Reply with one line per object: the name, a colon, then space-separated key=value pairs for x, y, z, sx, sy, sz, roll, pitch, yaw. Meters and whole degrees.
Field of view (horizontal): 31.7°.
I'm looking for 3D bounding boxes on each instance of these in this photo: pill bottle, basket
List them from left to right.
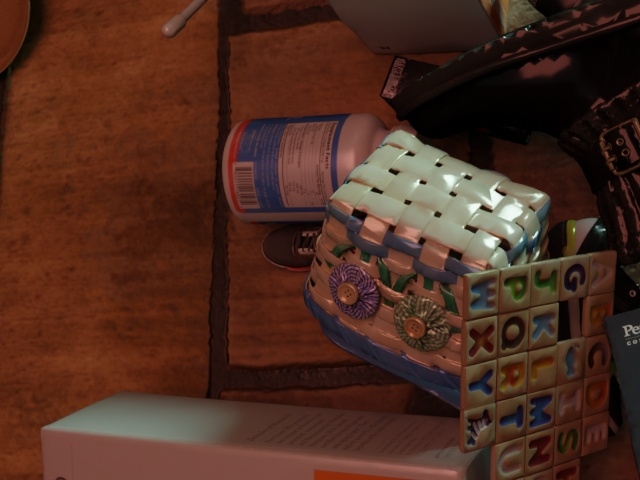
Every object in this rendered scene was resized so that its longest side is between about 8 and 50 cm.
pill bottle: x=0.012 y=-0.080 z=1.271 sx=0.221 sy=0.124 sz=0.124 roll=0 pitch=77 yaw=21
basket: x=0.104 y=0.053 z=1.136 sx=0.255 sy=0.289 sz=0.201 roll=24 pitch=54 yaw=25

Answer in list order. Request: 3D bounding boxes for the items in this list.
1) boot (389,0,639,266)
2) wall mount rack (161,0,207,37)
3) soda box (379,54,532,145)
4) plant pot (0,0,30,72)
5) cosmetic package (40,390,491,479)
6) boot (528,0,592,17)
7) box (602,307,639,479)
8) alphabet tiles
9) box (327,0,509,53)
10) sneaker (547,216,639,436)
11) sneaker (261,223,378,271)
boot: x=0.254 y=-0.093 z=1.120 sx=0.348 sy=0.131 sz=0.260 roll=-16 pitch=98 yaw=34
wall mount rack: x=-0.203 y=-0.400 z=1.384 sx=0.350 sy=0.130 sz=0.304 roll=23 pitch=82 yaw=9
soda box: x=0.157 y=-0.158 z=1.266 sx=0.169 sy=0.060 sz=0.053 roll=19 pitch=86 yaw=24
plant pot: x=-0.494 y=-0.331 z=1.542 sx=0.236 sy=0.032 sz=0.236 roll=4 pitch=104 yaw=17
cosmetic package: x=-0.050 y=0.295 z=1.151 sx=0.453 sy=0.161 sz=0.230 roll=0 pitch=97 yaw=23
boot: x=0.351 y=-0.274 z=1.201 sx=0.246 sy=0.094 sz=0.207 roll=-36 pitch=78 yaw=-5
box: x=0.445 y=0.190 z=0.939 sx=0.343 sy=0.179 sz=0.312 roll=-16 pitch=45 yaw=18
alphabet tiles: x=0.200 y=0.135 z=1.026 sx=0.009 sy=0.198 sz=0.237 roll=12 pitch=105 yaw=51
box: x=0.116 y=-0.409 z=1.256 sx=0.168 sy=0.215 sz=0.345 roll=1 pitch=79 yaw=22
sneaker: x=0.294 y=0.078 z=1.142 sx=0.097 sy=0.084 sz=0.235 roll=-11 pitch=74 yaw=16
sneaker: x=0.000 y=0.000 z=1.288 sx=0.158 sy=0.065 sz=0.061 roll=-2 pitch=77 yaw=21
